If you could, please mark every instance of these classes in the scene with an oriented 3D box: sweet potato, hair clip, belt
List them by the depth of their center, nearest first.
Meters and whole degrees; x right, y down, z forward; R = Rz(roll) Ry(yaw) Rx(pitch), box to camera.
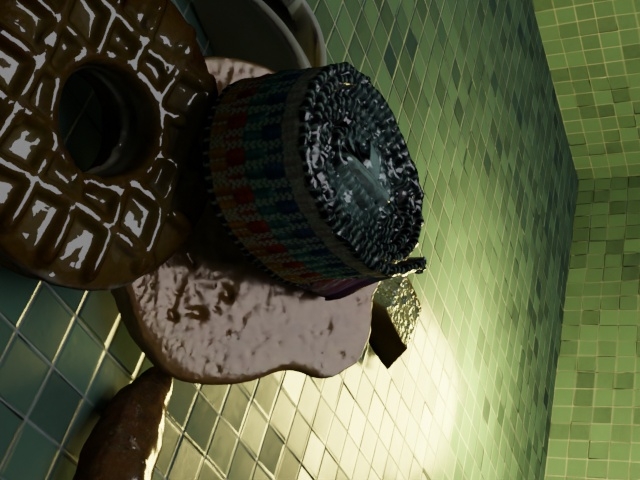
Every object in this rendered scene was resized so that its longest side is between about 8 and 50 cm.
[{"bbox_3d":[-0.213,0.247,1.003,0.097,0.097,0.292,59,37,-44],"label":"sweet potato"},{"bbox_3d":[-0.007,-0.061,1.028,0.295,0.160,0.207,35,54,-56],"label":"belt"},{"bbox_3d":[-0.083,-0.262,1.274,0.113,0.172,0.282,-34,107,-43],"label":"hair clip"}]

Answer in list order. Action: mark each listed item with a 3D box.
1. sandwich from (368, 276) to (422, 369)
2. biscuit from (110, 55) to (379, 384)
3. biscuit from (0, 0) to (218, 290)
[{"bbox_3d":[0.116,0.127,1.706,0.258,0.096,0.094,62,41,-37],"label":"sandwich"},{"bbox_3d":[-0.087,-0.023,1.135,0.365,0.062,0.385,4,85,-27],"label":"biscuit"},{"bbox_3d":[-0.232,-0.113,0.924,0.332,0.103,0.332,2,88,-50],"label":"biscuit"}]
